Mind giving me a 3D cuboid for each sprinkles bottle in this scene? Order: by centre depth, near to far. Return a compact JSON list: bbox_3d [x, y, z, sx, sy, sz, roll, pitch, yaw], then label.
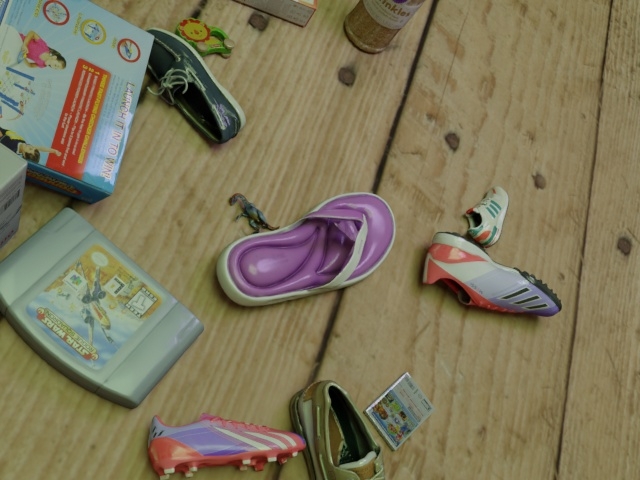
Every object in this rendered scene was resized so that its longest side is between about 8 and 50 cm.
[{"bbox_3d":[0.183,-0.551,1.538,0.121,0.355,0.121,12,60,-23],"label":"sprinkles bottle"}]

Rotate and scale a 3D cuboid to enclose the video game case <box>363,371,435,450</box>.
[{"bbox_3d":[0.143,0.305,1.301,0.122,0.011,0.087,-34,85,-36],"label":"video game case"}]

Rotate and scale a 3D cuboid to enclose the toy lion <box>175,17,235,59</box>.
[{"bbox_3d":[-0.234,-0.406,1.446,0.100,0.034,0.096,-17,67,-34],"label":"toy lion"}]

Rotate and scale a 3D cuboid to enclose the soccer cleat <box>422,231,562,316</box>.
[{"bbox_3d":[0.346,0.097,1.472,0.318,0.108,0.116,28,78,-17],"label":"soccer cleat"}]

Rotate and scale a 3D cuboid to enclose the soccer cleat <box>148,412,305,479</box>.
[{"bbox_3d":[-0.139,0.305,1.111,0.248,0.083,0.095,0,61,-25],"label":"soccer cleat"}]

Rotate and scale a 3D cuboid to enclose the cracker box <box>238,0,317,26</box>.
[{"bbox_3d":[-0.120,-0.576,1.567,0.232,0.067,0.155,16,59,-22],"label":"cracker box"}]

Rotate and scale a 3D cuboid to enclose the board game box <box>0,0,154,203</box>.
[{"bbox_3d":[-0.446,-0.254,1.143,0.302,0.086,0.308,24,66,-34],"label":"board game box"}]

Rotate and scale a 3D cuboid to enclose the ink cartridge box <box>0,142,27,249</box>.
[{"bbox_3d":[-0.496,-0.033,1.007,0.087,0.208,0.153,35,54,-5],"label":"ink cartridge box"}]

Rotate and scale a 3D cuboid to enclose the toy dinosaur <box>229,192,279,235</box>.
[{"bbox_3d":[-0.130,-0.050,1.329,0.090,0.047,0.082,14,43,-60],"label":"toy dinosaur"}]

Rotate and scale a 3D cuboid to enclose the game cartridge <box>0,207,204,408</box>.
[{"bbox_3d":[-0.348,0.108,1.112,0.297,0.062,0.198,41,50,-4],"label":"game cartridge"}]

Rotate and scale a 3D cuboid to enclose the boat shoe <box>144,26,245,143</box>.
[{"bbox_3d":[-0.250,-0.282,1.338,0.254,0.095,0.079,50,42,-9],"label":"boat shoe"}]

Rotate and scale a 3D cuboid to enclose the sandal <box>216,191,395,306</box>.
[{"bbox_3d":[0.008,0.014,1.311,0.416,0.102,0.169,-26,86,-37],"label":"sandal"}]

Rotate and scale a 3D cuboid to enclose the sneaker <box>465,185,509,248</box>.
[{"bbox_3d":[0.358,-0.065,1.573,0.075,0.057,0.161,31,58,-19],"label":"sneaker"}]

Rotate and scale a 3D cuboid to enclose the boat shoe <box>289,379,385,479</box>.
[{"bbox_3d":[0.046,0.370,1.159,0.113,0.103,0.302,-20,77,-34],"label":"boat shoe"}]
